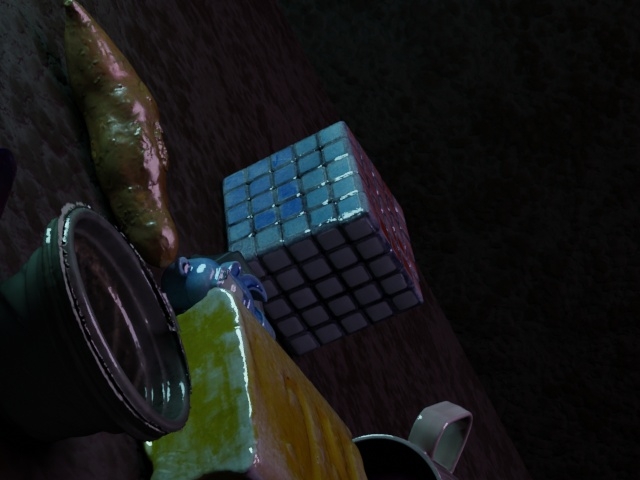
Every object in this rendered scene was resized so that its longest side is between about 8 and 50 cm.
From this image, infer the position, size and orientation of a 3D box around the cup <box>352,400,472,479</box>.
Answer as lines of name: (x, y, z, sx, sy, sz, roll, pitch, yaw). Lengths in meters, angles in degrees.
cup: (0.103, 0.365, 1.918, 0.273, 0.208, 0.288, 40, 48, -67)

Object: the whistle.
whistle: (-0.119, 0.104, 1.763, 0.269, 0.093, 0.180, 59, 35, -45)

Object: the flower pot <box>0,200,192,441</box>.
flower pot: (-0.228, 0.094, 1.259, 0.235, 0.140, 0.235, -23, 90, -79)

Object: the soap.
soap: (-0.069, 0.260, 1.593, 0.335, 0.156, 0.293, 53, 18, -39)

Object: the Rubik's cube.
Rubik's cube: (0.000, 0.000, 2.168, 0.238, 0.237, 0.237, 55, 15, -38)

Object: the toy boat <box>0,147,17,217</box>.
toy boat: (-0.335, 0.007, 1.148, 0.392, 0.079, 0.136, -80, 146, -64)

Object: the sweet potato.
sweet potato: (-0.243, -0.130, 1.715, 0.106, 0.095, 0.355, 24, 46, -80)

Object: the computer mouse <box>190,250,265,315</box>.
computer mouse: (-0.116, 0.067, 1.930, 0.126, 0.071, 0.231, 67, 12, 6)
